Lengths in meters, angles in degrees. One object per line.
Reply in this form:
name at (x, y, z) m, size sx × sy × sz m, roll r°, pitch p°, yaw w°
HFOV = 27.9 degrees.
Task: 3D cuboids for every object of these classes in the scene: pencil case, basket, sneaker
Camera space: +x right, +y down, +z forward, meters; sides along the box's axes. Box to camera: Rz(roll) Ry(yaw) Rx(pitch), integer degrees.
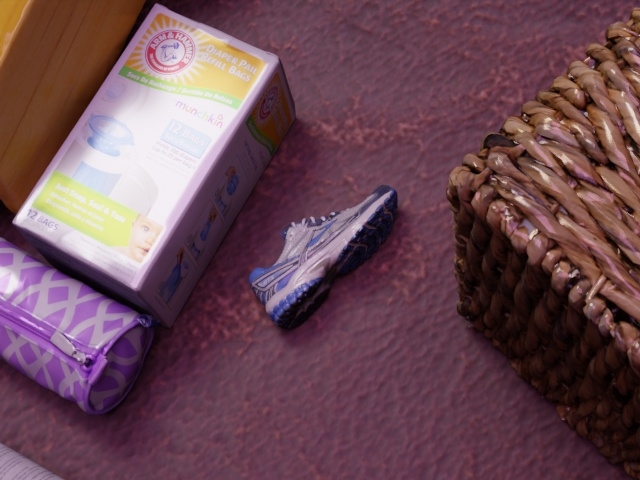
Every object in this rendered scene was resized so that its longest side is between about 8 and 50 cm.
pencil case at (-0.223, 0.054, 0.953) m, size 0.206 × 0.088 × 0.086 m, roll 25°, pitch 101°, yaw 17°
basket at (0.228, 0.005, 0.801) m, size 0.223 × 0.299 × 0.213 m, roll -42°, pitch 71°, yaw -8°
sneaker at (0.000, 0.000, 0.965) m, size 0.135 × 0.052 × 0.058 m, roll -43°, pitch 67°, yaw -9°

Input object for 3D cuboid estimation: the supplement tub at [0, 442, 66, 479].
supplement tub at (-0.214, 0.191, 0.912) m, size 0.107 × 0.071 × 0.071 m, roll 27°, pitch 76°, yaw 15°

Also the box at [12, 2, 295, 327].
box at (-0.118, -0.056, 0.971) m, size 0.114 × 0.103 × 0.203 m, roll 27°, pitch 76°, yaw 15°

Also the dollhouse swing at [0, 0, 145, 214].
dollhouse swing at (-0.347, -0.228, 0.897) m, size 0.347 × 0.305 × 0.315 m, roll 27°, pitch 91°, yaw 24°
